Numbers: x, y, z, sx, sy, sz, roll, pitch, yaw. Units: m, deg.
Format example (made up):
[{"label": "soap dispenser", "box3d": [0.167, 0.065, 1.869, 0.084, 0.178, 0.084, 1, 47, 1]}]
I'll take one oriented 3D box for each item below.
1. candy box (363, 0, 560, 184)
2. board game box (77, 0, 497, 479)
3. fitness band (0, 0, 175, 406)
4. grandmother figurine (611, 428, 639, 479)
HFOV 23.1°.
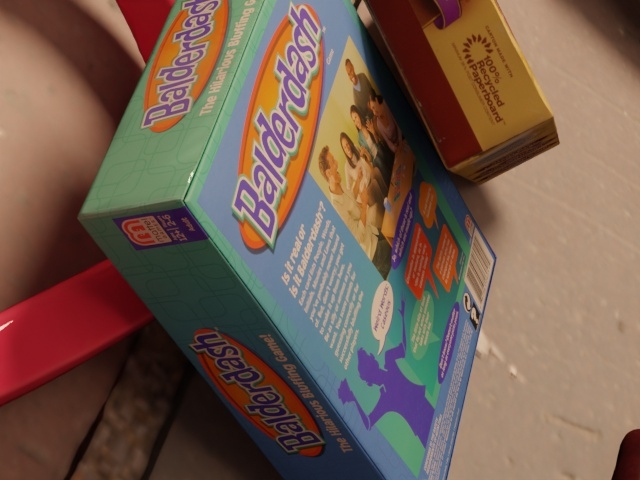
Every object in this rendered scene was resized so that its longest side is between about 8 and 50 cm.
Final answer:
[{"label": "candy box", "box3d": [0.063, -0.085, 0.712, 0.109, 0.053, 0.186, 64, 10, 5]}, {"label": "board game box", "box3d": [0.000, 0.000, 0.623, 0.210, 0.047, 0.160, 58, 37, -38]}, {"label": "fitness band", "box3d": [-0.142, -0.044, 0.564, 0.291, 0.054, 0.209, -29, 92, -47]}, {"label": "grandmother figurine", "box3d": [0.188, 0.175, 0.727, 0.342, 0.104, 0.208, 9, 54, -44]}]
